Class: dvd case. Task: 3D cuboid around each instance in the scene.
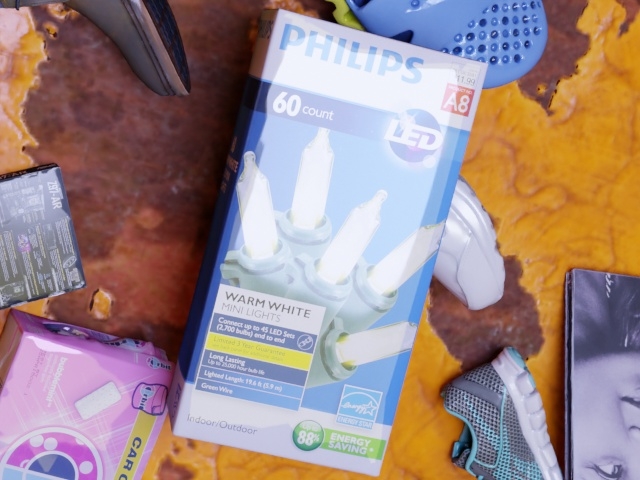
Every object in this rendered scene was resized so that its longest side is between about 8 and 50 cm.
[{"bbox_3d":[0.259,0.138,1.026,0.164,0.018,0.221,8,77,-20],"label":"dvd case"}]

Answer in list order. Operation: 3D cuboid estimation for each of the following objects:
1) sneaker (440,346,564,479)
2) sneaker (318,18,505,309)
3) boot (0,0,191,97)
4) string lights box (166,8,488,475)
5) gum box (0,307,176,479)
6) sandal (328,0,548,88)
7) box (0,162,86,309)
[{"bbox_3d":[0.137,0.162,1.021,0.076,0.065,0.166,-19,106,2],"label":"sneaker"},{"bbox_3d":[0.031,-0.030,0.924,0.115,0.090,0.232,-40,104,-1],"label":"sneaker"},{"bbox_3d":[-0.168,-0.165,0.830,0.106,0.082,0.219,-25,116,10],"label":"boot"},{"bbox_3d":[0.000,0.000,0.838,0.133,0.077,0.259,13,97,-11],"label":"string lights box"},{"bbox_3d":[-0.176,0.143,0.888,0.107,0.062,0.188,19,94,-24],"label":"gum box"},{"bbox_3d":[0.048,-0.219,0.844,0.317,0.138,0.126,48,70,-26],"label":"sandal"},{"bbox_3d":[-0.192,-0.002,0.874,0.067,0.018,0.083,-16,107,-17],"label":"box"}]
